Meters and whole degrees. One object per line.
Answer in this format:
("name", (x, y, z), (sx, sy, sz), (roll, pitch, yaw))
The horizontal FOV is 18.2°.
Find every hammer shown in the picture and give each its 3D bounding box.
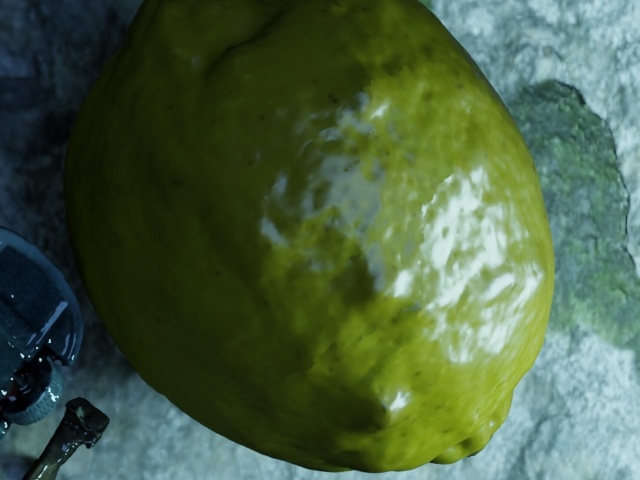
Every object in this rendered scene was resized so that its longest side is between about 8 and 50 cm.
("hammer", (-0.202, 0.194, 1.077), (0.027, 0.125, 0.297), (37, 48, 0))

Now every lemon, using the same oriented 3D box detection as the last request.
("lemon", (-0.005, -0.005, 1.164), (0.285, 0.285, 0.316), (-19, 125, -31))

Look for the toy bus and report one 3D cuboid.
("toy bus", (-0.250, 0.104, 1.083), (0.265, 0.120, 0.121), (-54, 127, -17))
